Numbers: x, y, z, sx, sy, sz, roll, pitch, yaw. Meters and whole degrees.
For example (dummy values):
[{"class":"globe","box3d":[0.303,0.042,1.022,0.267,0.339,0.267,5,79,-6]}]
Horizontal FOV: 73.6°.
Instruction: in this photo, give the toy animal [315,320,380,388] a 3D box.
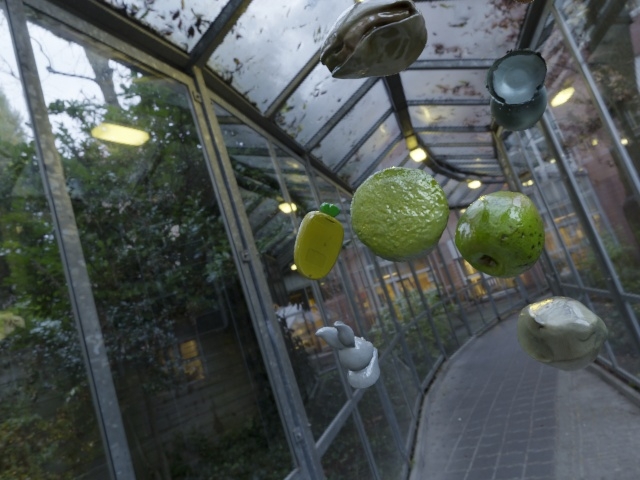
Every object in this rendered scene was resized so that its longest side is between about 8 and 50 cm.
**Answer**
[{"class":"toy animal","box3d":[0.087,0.300,1.229,0.104,0.220,0.131,-10,24,41]}]

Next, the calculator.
[{"class":"calculator","box3d":[0.000,0.000,1.235,0.146,0.234,0.032,24,-13,-28]}]

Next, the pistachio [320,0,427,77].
[{"class":"pistachio","box3d":[0.205,-0.742,1.581,0.446,0.281,0.365,-32,6,-21]}]

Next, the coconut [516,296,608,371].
[{"class":"coconut","box3d":[0.652,0.249,1.166,0.225,0.224,0.224,-18,-10,-3]}]

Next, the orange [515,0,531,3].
[{"class":"orange","box3d":[0.730,-0.908,1.508,0.118,0.135,0.136,12,6,28]}]

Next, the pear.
[{"class":"pear","box3d":[0.788,-0.040,1.866,0.392,0.390,0.391,-18,-10,-3]}]

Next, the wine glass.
[{"class":"wine glass","box3d":[0.657,-0.484,1.427,0.191,0.190,0.357,-23,-8,24]}]

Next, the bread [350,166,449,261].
[{"class":"bread","box3d":[0.297,-0.079,1.618,0.349,0.347,0.308,-19,-18,6]}]
